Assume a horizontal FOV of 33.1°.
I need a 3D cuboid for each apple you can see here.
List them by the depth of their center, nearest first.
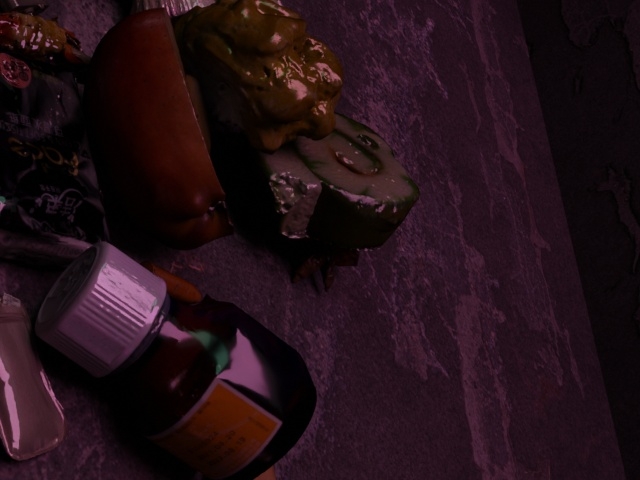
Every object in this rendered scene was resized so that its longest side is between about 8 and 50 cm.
[{"bbox_3d":[-0.240,-0.175,1.774,0.329,0.295,0.364,9,56,-46],"label":"apple"}]

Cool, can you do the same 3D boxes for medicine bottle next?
[{"bbox_3d":[-0.212,0.167,1.585,0.395,0.242,0.242,43,34,-20],"label":"medicine bottle"}]

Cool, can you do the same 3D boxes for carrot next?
[{"bbox_3d":[-0.246,0.076,1.797,0.139,0.048,0.048,29,43,-45],"label":"carrot"}]

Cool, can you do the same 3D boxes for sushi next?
[{"bbox_3d":[-0.468,-0.322,1.749,0.226,0.103,0.097,22,75,-52],"label":"sushi"}]

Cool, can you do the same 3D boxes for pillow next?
[{"bbox_3d":[-0.415,0.180,1.457,0.131,0.038,0.232,-5,70,-62],"label":"pillow"}]

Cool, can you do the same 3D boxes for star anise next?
[{"bbox_3d":[-0.005,-0.003,2.188,0.212,0.111,0.196,-11,63,-47],"label":"star anise"}]

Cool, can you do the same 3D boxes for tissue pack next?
[{"bbox_3d":[-0.437,-0.126,1.598,0.245,0.123,0.332,11,56,-50],"label":"tissue pack"}]

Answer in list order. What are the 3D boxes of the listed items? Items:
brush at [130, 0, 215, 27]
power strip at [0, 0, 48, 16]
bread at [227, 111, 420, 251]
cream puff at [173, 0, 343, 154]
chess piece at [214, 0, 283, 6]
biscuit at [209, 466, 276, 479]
[{"bbox_3d":[-0.330,-0.474,2.034,0.267,0.174,0.166,-3,76,-35],"label":"brush"},{"bbox_3d":[-0.537,-0.467,1.819,0.268,0.034,0.092,61,29,0],"label":"power strip"},{"bbox_3d":[0.003,-0.128,2.126,0.366,0.129,0.382,35,35,11],"label":"bread"},{"bbox_3d":[-0.108,-0.338,1.994,0.270,0.323,0.274,-42,147,-32],"label":"cream puff"},{"bbox_3d":[-0.251,-0.626,2.222,0.442,0.234,0.234,60,29,-8],"label":"chess piece"},{"bbox_3d":[-0.088,0.423,1.749,0.207,0.047,0.164,58,31,-6],"label":"biscuit"}]
